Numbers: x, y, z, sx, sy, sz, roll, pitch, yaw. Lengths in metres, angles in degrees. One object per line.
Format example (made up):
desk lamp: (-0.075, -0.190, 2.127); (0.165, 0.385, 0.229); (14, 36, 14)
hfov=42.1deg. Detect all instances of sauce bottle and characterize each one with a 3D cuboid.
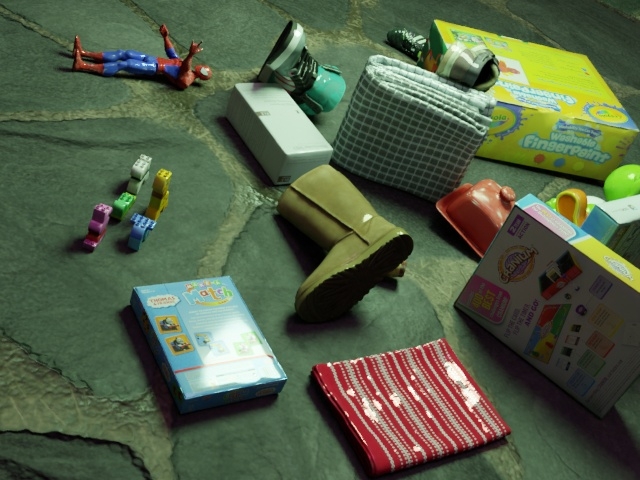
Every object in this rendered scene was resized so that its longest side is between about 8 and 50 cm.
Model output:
sauce bottle: (0.086, 0.037, 1.468); (0.128, 0.042, 0.042); (10, 38, -3)

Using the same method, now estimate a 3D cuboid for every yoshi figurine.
yoshi figurine: (0.595, -0.078, 1.763); (0.362, 0.203, 0.203); (-3, 38, -35)

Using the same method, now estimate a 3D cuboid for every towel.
towel: (0.137, 0.242, 1.256); (0.275, 0.031, 0.199); (-6, 47, -34)
towel: (0.182, -0.213, 1.669); (0.284, 0.235, 0.121); (22, 40, -1)

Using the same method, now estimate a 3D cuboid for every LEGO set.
LEGO set: (-0.293, -0.071, 1.356); (0.087, 0.093, 0.227); (22, 37, -2)

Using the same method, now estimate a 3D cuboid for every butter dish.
butter dish: (0.337, -0.062, 1.643); (0.160, 0.118, 0.160); (49, 43, 9)

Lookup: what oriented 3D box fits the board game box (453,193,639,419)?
board game box: (0.409, 0.110, 1.388); (0.316, 0.242, 0.064); (39, 38, 19)

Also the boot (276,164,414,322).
boot: (0.000, 0.000, 1.427); (0.236, 0.089, 0.269); (-32, 42, -15)

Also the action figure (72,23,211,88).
action figure: (-0.348, -0.388, 1.686); (0.280, 0.139, 0.091); (8, 41, -24)

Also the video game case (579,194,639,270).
video game case: (0.520, 0.035, 1.514); (0.244, 0.269, 0.061); (-13, 49, -39)

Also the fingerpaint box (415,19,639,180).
fingerpaint box: (0.491, -0.346, 2.051); (0.445, 0.163, 0.371); (8, 39, -16)

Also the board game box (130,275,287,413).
board game box: (-0.165, 0.144, 1.207); (0.160, 0.039, 0.211); (-6, 46, -33)

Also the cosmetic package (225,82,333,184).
cosmetic package: (-0.085, -0.215, 1.653); (0.117, 0.085, 0.231); (-9, 47, -35)

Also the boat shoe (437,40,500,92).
boat shoe: (0.326, -0.350, 1.733); (0.092, 0.103, 0.285); (39, 19, 16)

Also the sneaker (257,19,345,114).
sneaker: (-0.028, -0.349, 1.743); (0.178, 0.123, 0.295); (30, -6, -9)

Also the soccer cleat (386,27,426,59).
soccer cleat: (0.260, -0.514, 2.224); (0.179, 0.060, 0.072); (23, 38, -5)
